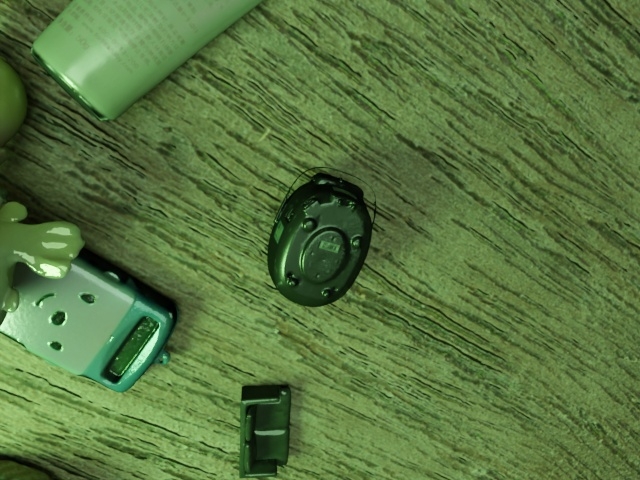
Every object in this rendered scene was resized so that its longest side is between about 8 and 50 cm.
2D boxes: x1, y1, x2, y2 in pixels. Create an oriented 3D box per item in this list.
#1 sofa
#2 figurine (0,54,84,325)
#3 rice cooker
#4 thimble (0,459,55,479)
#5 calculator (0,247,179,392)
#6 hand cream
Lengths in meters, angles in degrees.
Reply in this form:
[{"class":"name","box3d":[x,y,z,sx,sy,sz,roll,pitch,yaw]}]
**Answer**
[{"class":"sofa","box3d":[-0.090,0.315,0.798,0.085,0.060,0.147,1,104,-10]},{"class":"figurine","box3d":[-0.413,-0.051,0.569,0.274,0.226,0.394,9,79,-10]},{"class":"rice cooker","box3d":[0.000,-0.001,0.701,0.142,0.118,0.203,16,105,-13]},{"class":"thimble","box3d":[-0.507,0.442,0.717,0.229,0.148,0.196,39,95,-18]},{"class":"calculator","box3d":[-0.348,0.106,0.706,0.293,0.051,0.173,35,95,-16]},{"class":"hand cream","box3d":[-0.188,-0.307,0.607,0.358,0.118,0.185,-45,103,-4]}]
